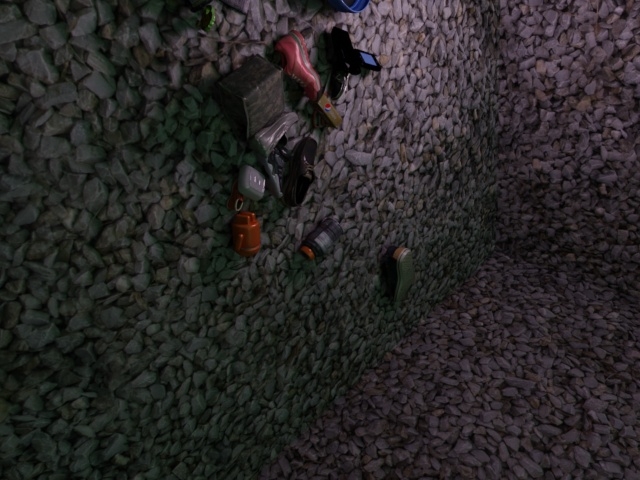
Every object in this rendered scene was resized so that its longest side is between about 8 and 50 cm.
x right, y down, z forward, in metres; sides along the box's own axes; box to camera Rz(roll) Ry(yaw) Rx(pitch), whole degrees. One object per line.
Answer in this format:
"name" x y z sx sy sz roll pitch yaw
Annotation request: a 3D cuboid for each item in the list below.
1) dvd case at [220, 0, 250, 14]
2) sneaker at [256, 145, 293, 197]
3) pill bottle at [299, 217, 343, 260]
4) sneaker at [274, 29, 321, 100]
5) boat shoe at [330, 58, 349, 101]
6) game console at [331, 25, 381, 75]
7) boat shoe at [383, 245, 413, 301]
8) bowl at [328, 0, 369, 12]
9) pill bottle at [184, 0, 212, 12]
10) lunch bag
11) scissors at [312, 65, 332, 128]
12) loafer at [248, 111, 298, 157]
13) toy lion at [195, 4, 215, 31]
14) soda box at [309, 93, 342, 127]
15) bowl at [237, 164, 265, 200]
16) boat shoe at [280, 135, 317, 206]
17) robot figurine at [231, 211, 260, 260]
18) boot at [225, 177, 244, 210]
"dvd case" -0.355 -0.989 1.605 0.221 0.018 0.164 7 103 -45
"sneaker" -0.190 -0.337 1.969 0.153 0.101 0.268 -32 124 -26
"pill bottle" 0.000 0.000 2.269 0.246 0.130 0.130 -44 132 -20
"sneaker" -0.106 -0.757 1.888 0.136 0.116 0.313 -35 122 -14
"boat shoe" 0.090 -0.790 2.056 0.079 0.084 0.233 23 83 -49
"game console" 0.182 -0.906 2.066 0.361 0.044 0.213 -16 86 -51
"boat shoe" 0.515 0.220 2.831 0.187 0.156 0.500 -43 143 -28
"bowl" 0.102 -1.196 1.836 0.391 0.077 0.391 -8 100 -52
"pill bottle" -0.464 -0.918 1.453 0.123 0.123 0.219 -51 130 -15
"lunch bag" -0.273 -0.568 1.742 0.235 0.169 0.287 -47 162 -22
"scissors" 0.012 -0.698 2.065 0.109 0.021 0.297 -12 116 -37
"loafer" -0.188 -0.465 1.868 0.111 0.112 0.319 48 52 -10
"toy lion" -0.416 -0.820 1.562 0.034 0.096 0.100 18 94 -46
"soda box" 0.029 -0.628 2.055 0.181 0.061 0.058 41 78 -45
"bowl" -0.299 -0.261 1.892 0.142 0.053 0.142 29 56 -50
"boat shoe" -0.078 -0.325 2.059 0.132 0.130 0.355 10 100 -45
"robot figurine" -0.342 -0.019 1.945 0.128 0.158 0.219 -8 114 -17
"boot" -0.360 -0.205 1.881 0.059 0.085 0.157 19 92 -43
